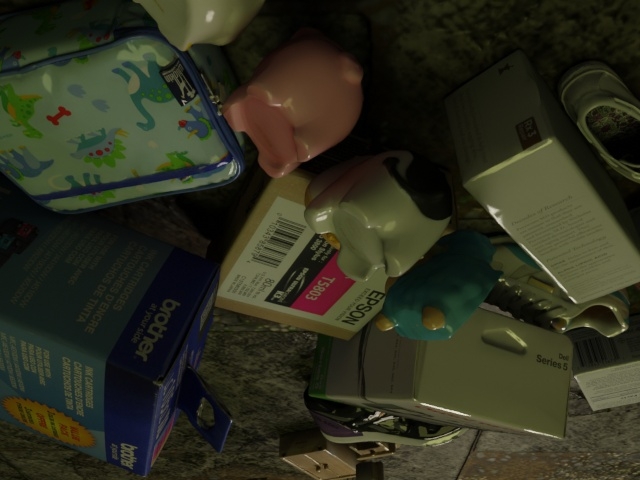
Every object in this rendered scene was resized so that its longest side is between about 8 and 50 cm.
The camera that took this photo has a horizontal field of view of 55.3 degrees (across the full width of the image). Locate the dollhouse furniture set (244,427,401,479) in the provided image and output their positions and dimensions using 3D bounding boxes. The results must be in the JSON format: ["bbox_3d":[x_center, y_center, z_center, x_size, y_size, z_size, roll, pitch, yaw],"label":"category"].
[{"bbox_3d":[0.020,0.547,1.120,0.303,0.356,0.174,-19,138,22],"label":"dollhouse furniture set"}]

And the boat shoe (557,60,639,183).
[{"bbox_3d":[0.281,-0.088,0.546,0.066,0.063,0.184,-29,132,33],"label":"boat shoe"}]

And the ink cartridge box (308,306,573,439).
[{"bbox_3d":[0.131,0.157,0.744,0.198,0.115,0.273,18,162,-19],"label":"ink cartridge box"}]

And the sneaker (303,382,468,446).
[{"bbox_3d":[0.110,0.250,0.950,0.283,0.107,0.124,-13,134,17],"label":"sneaker"}]

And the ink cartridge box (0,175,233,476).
[{"bbox_3d":[-0.268,0.098,0.648,0.395,0.151,0.270,21,140,-2],"label":"ink cartridge box"}]

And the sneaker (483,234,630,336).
[{"bbox_3d":[0.248,0.056,0.707,0.228,0.092,0.087,5,143,-3],"label":"sneaker"}]

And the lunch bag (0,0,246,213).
[{"bbox_3d":[-0.177,-0.107,0.514,0.218,0.090,0.176,-7,144,12],"label":"lunch bag"}]

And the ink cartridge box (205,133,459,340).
[{"bbox_3d":[0.000,0.000,0.644,0.193,0.088,0.235,18,138,-18],"label":"ink cartridge box"}]

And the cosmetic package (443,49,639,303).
[{"bbox_3d":[0.211,-0.047,0.558,0.085,0.117,0.231,-30,131,31],"label":"cosmetic package"}]

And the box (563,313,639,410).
[{"bbox_3d":[0.430,0.174,0.868,0.126,0.072,0.137,-19,137,23],"label":"box"}]

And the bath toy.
[{"bbox_3d":[0.005,-0.092,0.439,0.348,0.129,0.151,54,154,-18],"label":"bath toy"}]

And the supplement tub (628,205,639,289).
[{"bbox_3d":[0.407,0.025,0.654,0.197,0.106,0.106,17,139,-20],"label":"supplement tub"}]
